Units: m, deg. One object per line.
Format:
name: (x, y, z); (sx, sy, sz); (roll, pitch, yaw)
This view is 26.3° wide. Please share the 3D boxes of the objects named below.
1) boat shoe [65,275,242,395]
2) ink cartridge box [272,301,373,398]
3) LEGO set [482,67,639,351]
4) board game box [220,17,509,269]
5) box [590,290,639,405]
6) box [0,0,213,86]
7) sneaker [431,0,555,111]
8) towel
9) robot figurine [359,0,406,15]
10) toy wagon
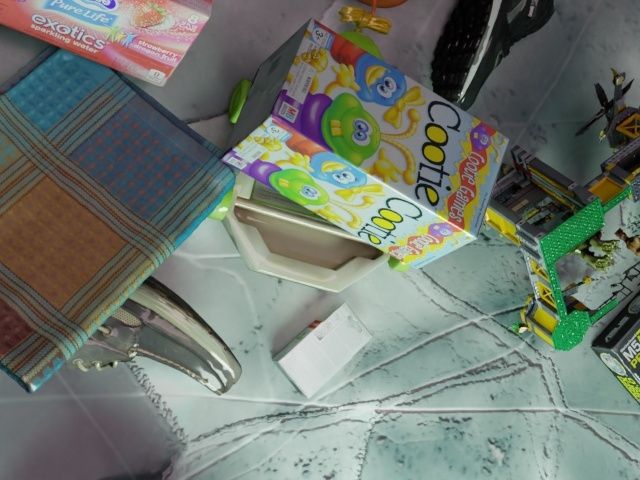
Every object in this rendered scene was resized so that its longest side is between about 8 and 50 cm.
boat shoe: (-0.256, 0.082, 1.577); (0.355, 0.132, 0.130); (35, 90, -8)
ink cartridge box: (0.003, 0.135, 1.709); (0.115, 0.029, 0.063); (-42, 103, -15)
LEGO set: (0.331, -0.040, 1.774); (0.331, 0.192, 0.255); (-41, 133, -8)
board game box: (0.052, -0.104, 1.570); (0.275, 0.144, 0.142); (29, 63, -17)
box: (0.531, 0.129, 1.881); (0.270, 0.060, 0.216); (-46, 104, -14)
box: (-0.272, -0.314, 1.516); (0.300, 0.154, 0.142); (20, 57, -18)
sneaker: (0.241, -0.283, 1.751); (0.124, 0.107, 0.283); (22, 83, -25)
towel: (-0.290, -0.045, 1.491); (0.271, 0.040, 0.370); (39, 56, 2)
robot figurine: (0.095, -0.377, 1.683); (0.158, 0.128, 0.219); (45, 76, -26)
toy wagon: (0.012, -0.115, 1.685); (0.267, 0.068, 0.344); (16, 82, -19)
